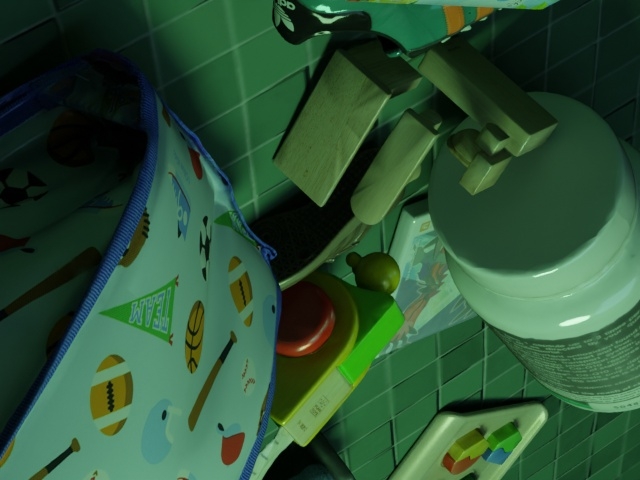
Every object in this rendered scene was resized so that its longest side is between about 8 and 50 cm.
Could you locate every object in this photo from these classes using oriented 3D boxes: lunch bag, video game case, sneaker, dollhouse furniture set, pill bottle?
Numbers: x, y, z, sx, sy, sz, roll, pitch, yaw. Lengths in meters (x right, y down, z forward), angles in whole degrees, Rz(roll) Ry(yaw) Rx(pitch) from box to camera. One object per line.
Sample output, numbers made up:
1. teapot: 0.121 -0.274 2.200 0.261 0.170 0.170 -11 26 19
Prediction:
1. lunch bag: -0.188 0.097 1.249 0.385 0.239 0.328 -59 152 -16
2. video game case: 0.135 0.018 1.729 0.183 0.023 0.201 -20 144 -31
3. sneaker: 0.090 -0.204 1.321 0.302 0.108 0.121 -5 136 -34
4. sneaker: 0.000 0.000 1.511 0.188 0.066 0.071 -36 150 -8
5. dollhouse furniture set: 0.079 -0.080 1.448 0.151 0.144 0.123 -26 155 -51
6. pill bottle: 0.233 0.017 1.616 0.204 0.204 0.361 -42 150 2

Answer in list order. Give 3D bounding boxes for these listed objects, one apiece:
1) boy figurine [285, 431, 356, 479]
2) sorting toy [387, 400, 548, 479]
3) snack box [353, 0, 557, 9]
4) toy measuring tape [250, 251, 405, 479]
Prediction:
1. boy figurine: -0.086 0.323 1.809 0.285 0.092 0.177 -35 150 -9
2. sorting toy: 0.164 0.272 2.075 0.208 0.038 0.193 3 128 -50
3. snack box: 0.085 -0.248 1.178 0.207 0.174 0.070 -6 167 -46
4. toy measuring tape: -0.053 0.131 1.551 0.330 0.121 0.121 -49 151 -9
